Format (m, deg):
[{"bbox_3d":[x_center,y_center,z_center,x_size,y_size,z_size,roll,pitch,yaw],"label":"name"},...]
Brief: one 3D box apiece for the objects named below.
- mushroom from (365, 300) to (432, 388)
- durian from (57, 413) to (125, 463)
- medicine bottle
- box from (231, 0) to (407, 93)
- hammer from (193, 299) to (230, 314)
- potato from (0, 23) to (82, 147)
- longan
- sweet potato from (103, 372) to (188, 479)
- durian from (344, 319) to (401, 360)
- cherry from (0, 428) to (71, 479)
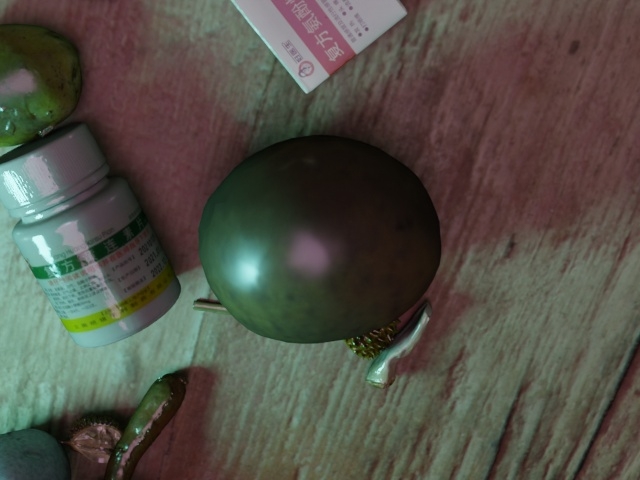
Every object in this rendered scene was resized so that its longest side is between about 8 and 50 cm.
[{"bbox_3d":[0.159,0.204,1.540,0.054,0.059,0.202,29,105,-16],"label":"mushroom"},{"bbox_3d":[-0.444,0.382,1.566,0.140,0.071,0.110,10,113,-25],"label":"durian"},{"bbox_3d":[-0.397,-0.011,1.347,0.208,0.208,0.340,-22,111,5],"label":"medicine bottle"},{"bbox_3d":[-0.049,-0.440,1.282,0.214,0.069,0.353,-37,107,11],"label":"box"},{"bbox_3d":[-0.144,0.140,1.522,0.198,0.013,0.062,8,110,-6],"label":"hammer"},{"bbox_3d":[-0.505,-0.246,1.287,0.228,0.148,0.197,2,124,-4],"label":"potato"},{"bbox_3d":[0.000,0.000,1.308,0.404,0.404,0.336,-12,68,2],"label":"longan"},{"bbox_3d":[-0.344,0.373,1.528,0.075,0.075,0.273,34,79,-14],"label":"sweet potato"},{"bbox_3d":[0.088,0.139,1.479,0.108,0.119,0.187,-37,107,15],"label":"durian"},{"bbox_3d":[-0.589,0.475,1.477,0.218,0.296,0.255,36,124,-2],"label":"cherry"}]
